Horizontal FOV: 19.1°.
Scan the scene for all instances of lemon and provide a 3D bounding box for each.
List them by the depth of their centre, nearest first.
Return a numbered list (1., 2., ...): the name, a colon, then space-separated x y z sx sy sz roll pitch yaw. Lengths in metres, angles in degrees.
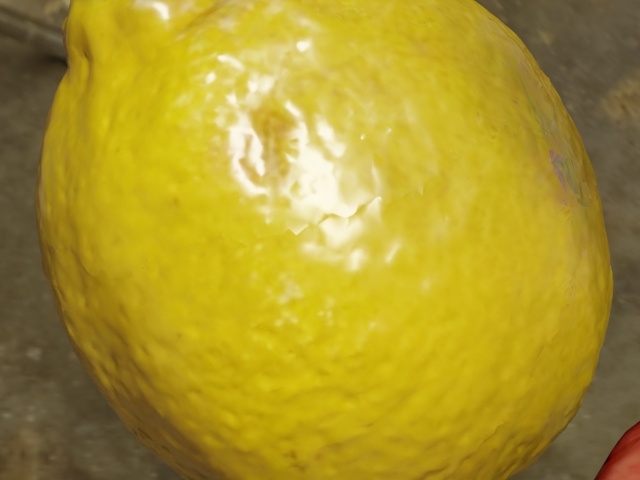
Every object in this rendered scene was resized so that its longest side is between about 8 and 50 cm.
1. lemon: 0.000 0.000 0.654 0.188 0.188 0.256 -25 120 16

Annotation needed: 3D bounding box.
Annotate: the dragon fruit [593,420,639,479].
1. dragon fruit: 0.211 0.078 0.414 0.205 0.317 0.152 -3 78 52
